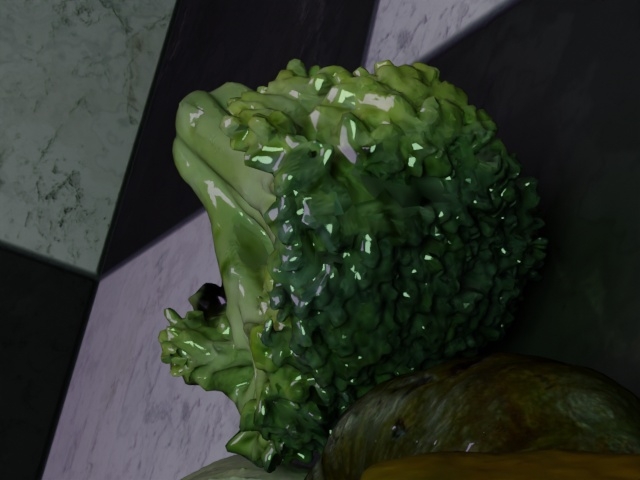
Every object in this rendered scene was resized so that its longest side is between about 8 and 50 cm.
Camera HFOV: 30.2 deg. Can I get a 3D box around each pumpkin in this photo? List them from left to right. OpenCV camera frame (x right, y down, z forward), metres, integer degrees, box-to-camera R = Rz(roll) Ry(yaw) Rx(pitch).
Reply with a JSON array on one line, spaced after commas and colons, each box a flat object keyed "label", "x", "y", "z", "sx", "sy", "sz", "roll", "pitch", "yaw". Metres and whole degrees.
[{"label": "pumpkin", "x": 0.090, "y": 0.174, "z": 0.663, "sx": 0.325, "sy": 0.242, "sz": 0.232, "roll": -123, "pitch": 49, "yaw": -59}]

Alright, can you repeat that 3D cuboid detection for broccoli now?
[{"label": "broccoli", "x": -0.008, "y": 0.001, "z": 0.869, "sx": 0.293, "sy": 0.348, "sz": 0.281, "roll": -44, "pitch": 60, "yaw": 2}]

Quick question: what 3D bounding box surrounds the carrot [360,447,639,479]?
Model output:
[{"label": "carrot", "x": 0.134, "y": 0.190, "z": 0.413, "sx": 0.241, "sy": 0.341, "sz": 0.241, "roll": 0, "pitch": -90, "yaw": -85}]

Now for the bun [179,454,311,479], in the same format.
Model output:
[{"label": "bun", "x": -0.090, "y": 0.344, "z": 0.883, "sx": 0.365, "sy": 0.219, "sz": 0.365, "roll": -171, "pitch": 90, "yaw": -78}]
